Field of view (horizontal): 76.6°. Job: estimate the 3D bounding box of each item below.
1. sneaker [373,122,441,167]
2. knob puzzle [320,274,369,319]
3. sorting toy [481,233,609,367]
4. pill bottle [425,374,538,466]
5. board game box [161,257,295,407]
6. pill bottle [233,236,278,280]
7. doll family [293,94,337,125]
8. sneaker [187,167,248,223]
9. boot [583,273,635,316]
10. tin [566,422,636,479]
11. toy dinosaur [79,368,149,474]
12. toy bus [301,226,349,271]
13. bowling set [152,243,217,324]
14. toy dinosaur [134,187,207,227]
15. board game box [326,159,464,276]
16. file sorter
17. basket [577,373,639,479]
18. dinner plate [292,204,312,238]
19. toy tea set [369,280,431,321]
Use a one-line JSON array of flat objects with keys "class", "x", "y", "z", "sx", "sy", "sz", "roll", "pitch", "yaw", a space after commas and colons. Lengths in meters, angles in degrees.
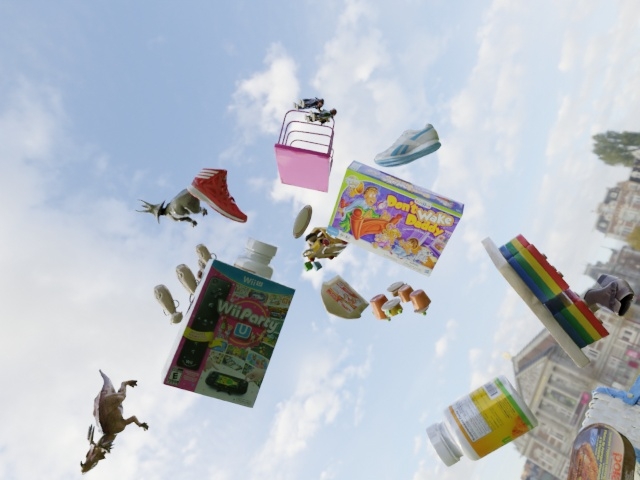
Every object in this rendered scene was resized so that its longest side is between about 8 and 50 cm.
[{"class": "sneaker", "x": 0.290, "y": -0.319, "z": 1.386, "sx": 0.087, "sy": 0.229, "sz": 0.092, "roll": 21, "pitch": -126, "yaw": -65}, {"class": "knob puzzle", "x": 0.073, "y": 0.228, "z": 1.515, "sx": 0.213, "sy": 0.213, "sz": 0.030, "roll": -12, "pitch": -36, "yaw": -45}, {"class": "sorting toy", "x": 0.484, "y": 0.099, "z": 0.889, "sx": 0.089, "sy": 0.255, "sz": 0.257, "roll": -40, "pitch": 0, "yaw": 19}, {"class": "pill bottle", "x": 0.396, "y": 0.459, "z": 1.018, "sx": 0.246, "sy": 0.136, "sz": 0.136, "roll": -36, "pitch": -40, "yaw": 9}, {"class": "board game box", "x": -0.223, "y": 0.223, "z": 0.997, "sx": 0.224, "sy": 0.097, "sz": 0.303, "roll": 23, "pitch": -102, "yaw": -18}, {"class": "pill bottle", "x": -0.221, "y": 0.111, "z": 1.295, "sx": 0.131, "sy": 0.131, "sz": 0.229, "roll": 22, "pitch": -91, "yaw": -51}, {"class": "doll family", "x": -0.012, "y": -0.453, "z": 1.399, "sx": 0.111, "sy": 0.193, "sz": 0.076, "roll": -18, "pitch": -34, "yaw": -23}, {"class": "sneaker", "x": -0.313, "y": -0.158, "z": 1.326, "sx": 0.221, "sy": 0.087, "sz": 0.128, "roll": 33, "pitch": -85, "yaw": -9}, {"class": "boot", "x": 0.597, "y": 0.129, "z": 0.842, "sx": 0.087, "sy": 0.042, "sz": 0.118, "roll": -89, "pitch": 3, "yaw": -64}, {"class": "tin", "x": 0.507, "y": 0.430, "z": 0.734, "sx": 0.189, "sy": 0.040, "sz": 0.106, "roll": -59, "pitch": 1, "yaw": -26}, {"class": "toy dinosaur", "x": -0.683, "y": 0.559, "z": 1.299, "sx": 0.200, "sy": 0.127, "sz": 0.295, "roll": 19, "pitch": -126, "yaw": -73}, {"class": "toy bus", "x": 0.005, "y": 0.003, "z": 1.397, "sx": 0.191, "sy": 0.104, "sz": 0.202, "roll": -28, "pitch": -25, "yaw": -10}, {"class": "bowling set", "x": -0.411, "y": 0.150, "z": 1.416, "sx": 0.287, "sy": 0.154, "sz": 0.200, "roll": -42, "pitch": -15, "yaw": 15}, {"class": "toy dinosaur", "x": -0.471, "y": -0.125, "z": 1.429, "sx": 0.160, "sy": 0.314, "sz": 0.121, "roll": 12, "pitch": -122, "yaw": -71}, {"class": "board game box", "x": 0.213, "y": -0.065, "z": 1.217, "sx": 0.078, "sy": 0.347, "sz": 0.233, "roll": -54, "pitch": -16, "yaw": -54}, {"class": "file sorter", "x": -0.048, "y": -0.345, "z": 1.584, "sx": 0.290, "sy": 0.202, "sz": 0.182, "roll": 91, "pitch": -169, "yaw": -72}, {"class": "basket", "x": 0.755, "y": 0.442, "z": 0.936, "sx": 0.289, "sy": 0.201, "sz": 0.254, "roll": -40, "pitch": -73, "yaw": -24}, {"class": "dinner plate", "x": -0.072, "y": -0.073, "z": 1.539, "sx": 0.141, "sy": 0.017, "sz": 0.141, "roll": -54, "pitch": -22, "yaw": -34}, {"class": "toy tea set", "x": 0.338, "y": 0.277, "z": 1.697, "sx": 0.200, "sy": 0.336, "sz": 0.124, "roll": -31, "pitch": -83, "yaw": -10}]
